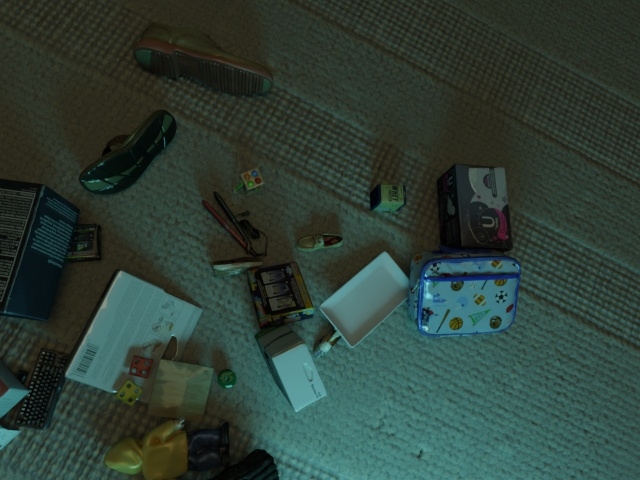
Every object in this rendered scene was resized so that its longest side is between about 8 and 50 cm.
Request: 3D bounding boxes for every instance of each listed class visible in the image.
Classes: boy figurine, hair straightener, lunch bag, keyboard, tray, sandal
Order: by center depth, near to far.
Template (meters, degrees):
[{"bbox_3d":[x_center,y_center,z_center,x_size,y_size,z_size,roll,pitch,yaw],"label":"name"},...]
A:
[{"bbox_3d":[-0.359,0.512,1.212,0.285,0.092,0.177,-5,96,-9],"label":"boy figurine"},{"bbox_3d":[-0.681,0.353,1.225,0.108,0.023,0.180,15,73,-7],"label":"keyboard"},{"bbox_3d":[-0.516,-0.238,1.370,0.086,0.120,0.303,32,68,27],"label":"sandal"},{"bbox_3d":[0.383,0.134,1.387,0.303,0.115,0.243,-1,107,-10],"label":"lunch bag"},{"bbox_3d":[-0.219,-0.048,1.399,0.089,0.047,0.230,-43,87,-17],"label":"hair straightener"},{"bbox_3d":[0.131,0.160,1.408,0.270,0.030,0.145,-37,86,-26],"label":"tray"}]

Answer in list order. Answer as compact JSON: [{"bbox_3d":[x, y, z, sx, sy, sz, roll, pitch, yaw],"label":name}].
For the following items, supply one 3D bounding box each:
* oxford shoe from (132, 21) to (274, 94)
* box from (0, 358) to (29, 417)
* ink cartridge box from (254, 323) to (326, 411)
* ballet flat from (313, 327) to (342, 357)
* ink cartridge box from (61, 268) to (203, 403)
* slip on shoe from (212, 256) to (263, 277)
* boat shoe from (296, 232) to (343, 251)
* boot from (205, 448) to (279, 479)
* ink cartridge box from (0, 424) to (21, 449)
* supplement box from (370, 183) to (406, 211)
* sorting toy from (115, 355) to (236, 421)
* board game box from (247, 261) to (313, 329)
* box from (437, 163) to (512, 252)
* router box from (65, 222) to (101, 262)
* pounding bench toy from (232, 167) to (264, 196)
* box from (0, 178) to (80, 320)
[{"bbox_3d":[-0.318,-0.532,1.456,0.396,0.140,0.147,15,67,-9],"label":"oxford shoe"},{"bbox_3d":[-0.789,0.359,1.156,0.130,0.091,0.170,41,74,12],"label":"box"},{"bbox_3d":[-0.077,0.300,1.240,0.086,0.208,0.153,-25,100,-16],"label":"ink cartridge box"},{"bbox_3d":[0.025,0.269,1.373,0.041,0.041,0.114,45,73,2],"label":"ballet flat"},{"bbox_3d":[-0.462,0.245,1.277,0.239,0.060,0.275,32,71,-28],"label":"ink cartridge box"},{"bbox_3d":[-0.221,0.074,1.373,0.135,0.051,0.041,-7,108,-17],"label":"slip on shoe"},{"bbox_3d":[0.000,0.000,1.431,0.135,0.045,0.050,-9,78,-13],"label":"boat shoe"},{"bbox_3d":[-0.240,0.665,1.175,0.131,0.348,0.260,36,25,33],"label":"boot"},{"bbox_3d":[-0.767,0.450,1.109,0.045,0.179,0.145,41,72,14],"label":"ink cartridge box"},{"bbox_3d":[0.195,-0.123,1.479,0.083,0.083,0.056,2,77,-12],"label":"supplement box"},{"bbox_3d":[-0.355,0.368,1.264,0.274,0.046,0.132,13,78,-15],"label":"sorting toy"},{"bbox_3d":[-0.107,0.140,1.333,0.141,0.048,0.170,-9,45,-14],"label":"board game box"},{"bbox_3d":[0.447,-0.082,1.487,0.163,0.142,0.247,3,76,-10],"label":"box"},{"bbox_3d":[-0.631,0.008,1.311,0.122,0.038,0.092,-3,76,-11],"label":"router box"},{"bbox_3d":[-0.205,-0.158,1.420,0.083,0.065,0.052,-24,82,-15],"label":"pounding bench toy"},{"bbox_3d":[-0.774,0.018,1.186,0.296,0.183,0.294,8,74,4],"label":"box"}]
